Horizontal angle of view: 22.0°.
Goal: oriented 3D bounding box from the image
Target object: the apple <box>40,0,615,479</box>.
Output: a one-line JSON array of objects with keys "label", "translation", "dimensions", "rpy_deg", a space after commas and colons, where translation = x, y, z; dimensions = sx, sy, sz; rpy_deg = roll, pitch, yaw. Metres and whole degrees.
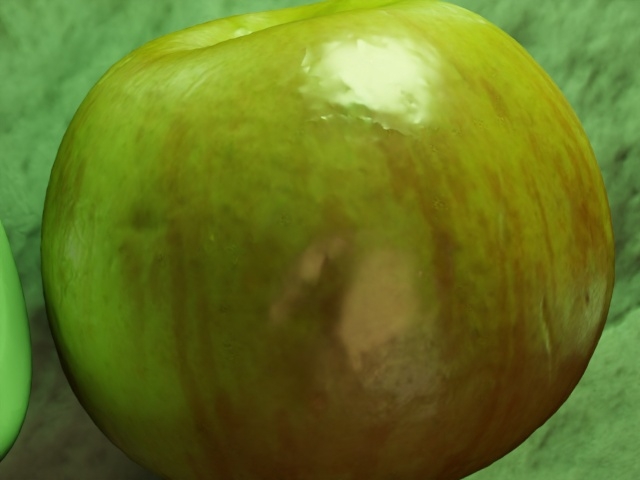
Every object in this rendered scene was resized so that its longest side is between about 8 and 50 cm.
[{"label": "apple", "translation": [0.000, 0.000, 0.822], "dimensions": [0.286, 0.286, 0.233], "rpy_deg": [-10, 104, -21]}]

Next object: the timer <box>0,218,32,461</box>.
[{"label": "timer", "translation": [-0.328, 0.034, 0.709], "dimensions": [0.315, 0.290, 0.290], "rpy_deg": [-28, 118, 10]}]
